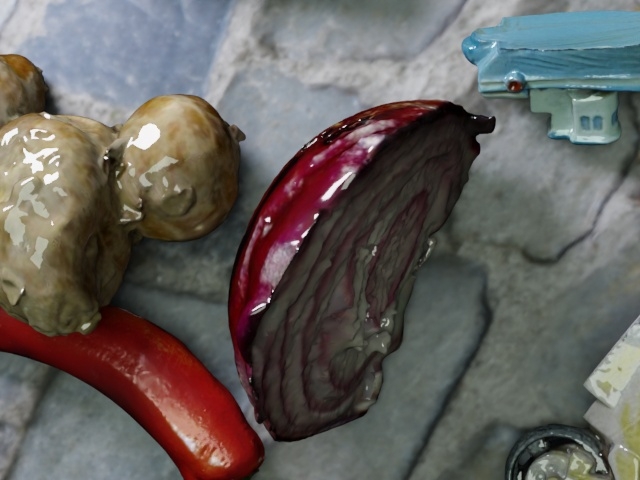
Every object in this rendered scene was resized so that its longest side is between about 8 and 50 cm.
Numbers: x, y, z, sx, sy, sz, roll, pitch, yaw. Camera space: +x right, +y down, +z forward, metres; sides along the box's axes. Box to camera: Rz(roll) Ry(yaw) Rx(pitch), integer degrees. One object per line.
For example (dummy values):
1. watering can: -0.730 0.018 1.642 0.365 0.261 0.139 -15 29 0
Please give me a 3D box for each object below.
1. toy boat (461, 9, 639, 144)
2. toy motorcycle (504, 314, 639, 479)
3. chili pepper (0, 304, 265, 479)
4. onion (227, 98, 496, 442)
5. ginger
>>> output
1. toy boat: 0.230 -0.136 1.114 0.215 0.088 0.102 -2 123 10
2. toy motorcycle: 0.321 0.151 1.068 0.223 0.108 0.341 43 104 17
3. chili pepper: -0.171 0.135 1.185 0.368 0.092 0.137 36 115 16
4. onion: 0.000 0.000 1.063 0.146 0.280 0.314 31 95 24
5. ginger: -0.269 -0.060 1.151 0.375 0.176 0.256 19 59 15
